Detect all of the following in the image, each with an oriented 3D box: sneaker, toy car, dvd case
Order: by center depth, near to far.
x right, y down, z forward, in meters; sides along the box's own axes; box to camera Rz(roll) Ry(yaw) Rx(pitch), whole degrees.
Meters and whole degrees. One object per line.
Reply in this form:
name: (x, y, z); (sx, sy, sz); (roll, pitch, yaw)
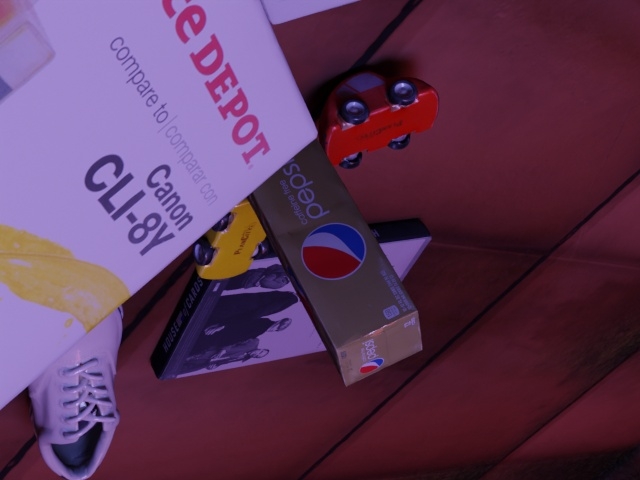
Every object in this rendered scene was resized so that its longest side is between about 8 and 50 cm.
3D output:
toy car: (-0.049, -0.076, 0.832); (0.239, 0.053, 0.225); (-38, 150, 14)
sneaker: (-0.202, 0.119, 0.962); (0.094, 0.091, 0.258); (-18, 149, -20)
dvd case: (-0.027, 0.057, 1.087); (0.238, 0.029, 0.179); (-8, 144, -35)

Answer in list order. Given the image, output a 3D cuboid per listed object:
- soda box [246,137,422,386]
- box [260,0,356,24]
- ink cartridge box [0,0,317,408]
soda box: (0.000, 0.000, 0.750); (0.058, 0.181, 0.061); (-26, 150, -7)
box: (0.008, -0.167, 0.489); (0.102, 0.101, 0.087); (-14, 150, 7)
ink cartridge box: (-0.214, -0.041, 0.524); (0.384, 0.160, 0.279); (-42, 151, -9)
